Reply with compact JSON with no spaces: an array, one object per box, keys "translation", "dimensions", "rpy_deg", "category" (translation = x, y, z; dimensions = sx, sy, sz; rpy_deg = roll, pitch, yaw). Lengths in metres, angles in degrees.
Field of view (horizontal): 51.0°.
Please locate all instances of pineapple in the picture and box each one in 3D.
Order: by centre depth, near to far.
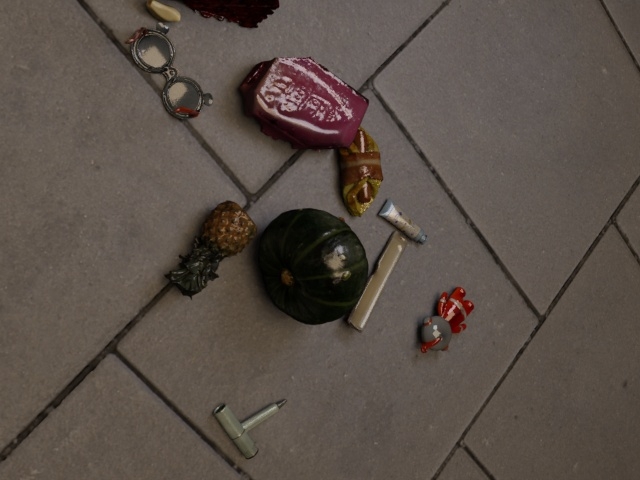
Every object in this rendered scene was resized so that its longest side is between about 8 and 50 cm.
[{"translation":[-0.266,0.023,1.615],"dimensions":[0.128,0.128,0.248],"rpy_deg":[46,73,-21],"category":"pineapple"}]

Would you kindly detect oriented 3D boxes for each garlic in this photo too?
[{"translation":[-0.379,-0.547,1.595],"dimensions":[0.083,0.053,0.041],"rpy_deg":[19,96,-41],"category":"garlic"}]

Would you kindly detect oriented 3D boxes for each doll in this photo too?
[{"translation":[0.369,0.247,1.990],"dimensions":[0.245,0.076,0.142],"rpy_deg":[-45,109,-26],"category":"doll"}]

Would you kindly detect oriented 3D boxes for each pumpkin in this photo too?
[{"translation":[-0.015,0.061,1.652],"dimensions":[0.207,0.300,0.300],"rpy_deg":[-17,98,-41],"category":"pumpkin"}]

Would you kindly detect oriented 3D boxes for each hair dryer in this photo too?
[{"translation":[-0.165,0.439,1.715],"dimensions":[0.183,0.044,0.154],"rpy_deg":[-41,109,-28],"category":"hair dryer"}]

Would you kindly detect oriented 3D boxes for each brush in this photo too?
[{"translation":[0.156,0.114,1.893],"dimensions":[0.060,0.050,0.321],"rpy_deg":[40,64,-20],"category":"brush"}]

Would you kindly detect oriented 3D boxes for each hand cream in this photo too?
[{"translation":[0.244,-0.049,1.941],"dimensions":[0.171,0.043,0.065],"rpy_deg":[39,72,-20],"category":"hand cream"}]

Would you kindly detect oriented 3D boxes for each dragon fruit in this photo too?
[{"translation":[-0.251,-0.664,1.563],"dimensions":[0.330,0.286,0.227],"rpy_deg":[7,90,-20],"category":"dragon fruit"}]

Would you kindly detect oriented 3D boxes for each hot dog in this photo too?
[{"translation":[0.114,-0.195,1.842],"dimensions":[0.123,0.093,0.261],"rpy_deg":[-10,94,-29],"category":"hot dog"}]

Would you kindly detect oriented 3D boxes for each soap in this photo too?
[{"translation":[-0.048,-0.355,1.738],"dimensions":[0.325,0.127,0.220],"rpy_deg":[29,74,-25],"category":"soap"}]

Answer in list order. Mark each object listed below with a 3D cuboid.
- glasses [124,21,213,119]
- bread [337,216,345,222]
[{"translation":[-0.333,-0.380,1.506],"dimensions":[0.118,0.268,0.234],"rpy_deg":[-32,107,-6],"category":"glasses"},{"translation":[0.016,0.018,1.810],"dimensions":[0.154,0.054,0.135],"rpy_deg":[-17,100,-26],"category":"bread"}]
